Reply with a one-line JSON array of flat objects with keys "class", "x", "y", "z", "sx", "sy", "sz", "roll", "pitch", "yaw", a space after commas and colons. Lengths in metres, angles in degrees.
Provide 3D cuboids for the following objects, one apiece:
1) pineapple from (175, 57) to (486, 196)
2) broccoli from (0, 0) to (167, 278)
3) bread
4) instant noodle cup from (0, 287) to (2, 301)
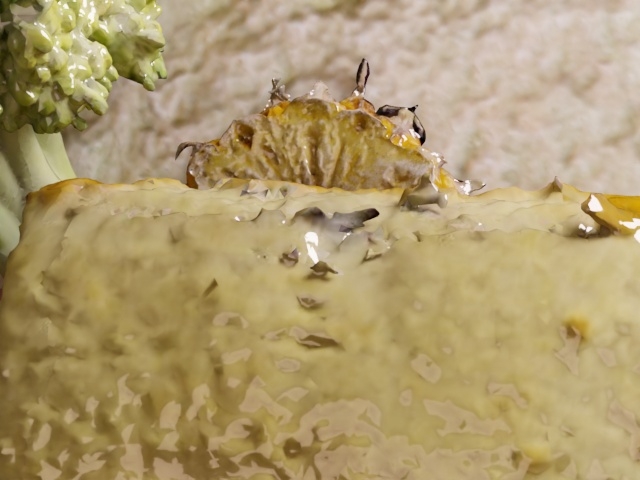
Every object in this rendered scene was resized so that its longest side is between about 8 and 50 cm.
[{"class": "pineapple", "x": 0.000, "y": 0.000, "z": 1.184, "sx": 0.221, "sy": 0.047, "sz": 0.221, "roll": 0, "pitch": 88, "yaw": 14}, {"class": "broccoli", "x": -0.209, "y": -0.084, "z": 1.184, "sx": 0.247, "sy": 0.263, "sz": 0.243, "roll": -11, "pitch": 115, "yaw": 45}, {"class": "bread", "x": 0.022, "y": 0.079, "z": 1.058, "sx": 0.375, "sy": 0.165, "sz": 0.236, "roll": 3, "pitch": 76, "yaw": 10}, {"class": "instant noodle cup", "x": -0.279, "y": 0.116, "z": 1.158, "sx": 0.255, "sy": 0.244, "sz": 0.244, "roll": -1, "pitch": 89, "yaw": 9}]
